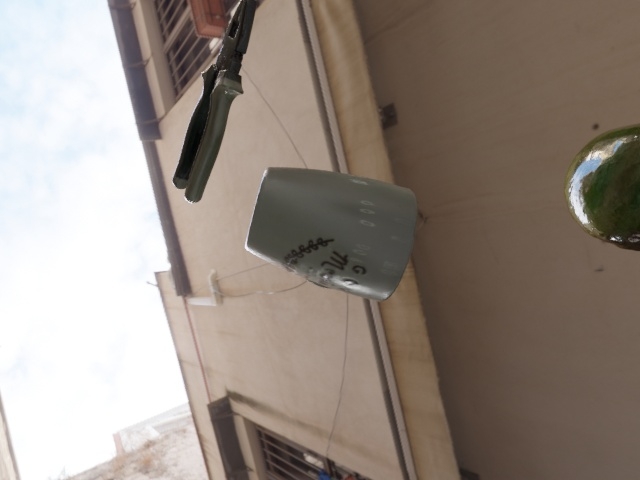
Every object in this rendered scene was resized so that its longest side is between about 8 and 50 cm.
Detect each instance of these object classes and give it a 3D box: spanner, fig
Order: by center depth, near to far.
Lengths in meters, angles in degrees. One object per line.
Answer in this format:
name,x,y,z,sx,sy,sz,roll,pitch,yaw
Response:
fig,0.422,-0.075,0.618,0.180,0.191,0.181,-3,-111,7
spanner,-0.167,-0.218,0.748,0.040,0.095,0.325,8,-66,-42

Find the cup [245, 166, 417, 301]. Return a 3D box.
cup,0.000,0.000,0.773,0.234,0.258,0.186,14,-126,-7
